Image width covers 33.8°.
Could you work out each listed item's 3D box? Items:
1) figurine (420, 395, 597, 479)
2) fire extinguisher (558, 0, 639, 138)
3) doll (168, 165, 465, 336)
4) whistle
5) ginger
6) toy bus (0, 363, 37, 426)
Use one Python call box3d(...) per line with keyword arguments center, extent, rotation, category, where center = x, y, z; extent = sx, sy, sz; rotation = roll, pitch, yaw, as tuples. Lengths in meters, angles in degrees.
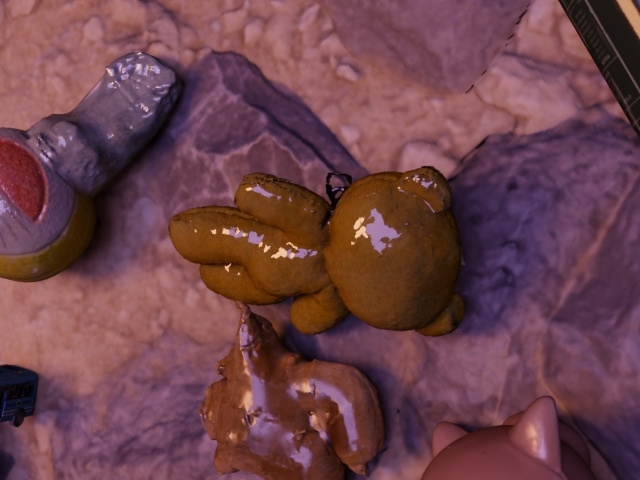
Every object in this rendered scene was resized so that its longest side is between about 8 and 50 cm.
box3d(center=(0.119, 0.170, 0.647), extent=(0.125, 0.125, 0.138), rotation=(-15, 72, 20), category="figurine")
box3d(center=(0.219, -0.114, 0.624), extent=(0.311, 0.115, 0.095), rotation=(64, 147, 11), category="fire extinguisher")
box3d(center=(0.000, 0.000, 0.709), extent=(0.210, 0.097, 0.137), rotation=(4, 129, 28), category="doll")
box3d(center=(-0.195, -0.055, 0.771), extent=(0.223, 0.123, 0.123), rotation=(-44, 75, 0), category="whistle")
box3d(center=(-0.032, 0.159, 0.733), extent=(0.133, 0.059, 0.214), rotation=(18, 97, 12), category="ginger")
box3d(center=(-0.253, 0.118, 0.800), extent=(0.038, 0.083, 0.046), rotation=(14, 91, 19), category="toy bus")
